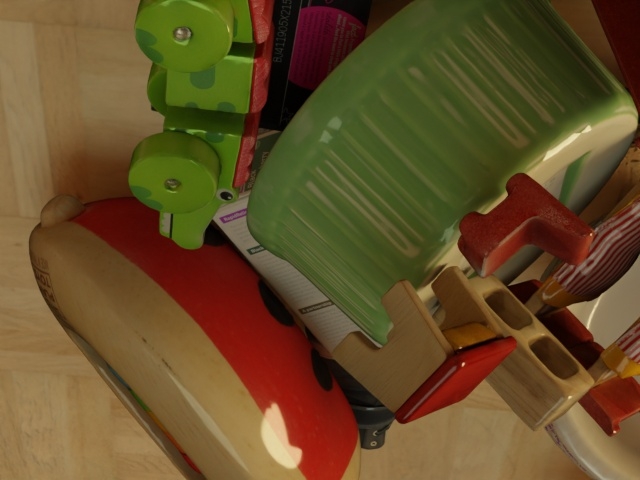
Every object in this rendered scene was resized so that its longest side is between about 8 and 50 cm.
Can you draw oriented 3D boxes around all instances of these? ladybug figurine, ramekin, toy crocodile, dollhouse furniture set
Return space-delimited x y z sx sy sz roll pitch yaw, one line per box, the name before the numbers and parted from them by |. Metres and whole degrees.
ladybug figurine | -0.104 0.121 1.475 0.162 0.305 0.449 -41 117 -13
ramekin | 0.104 -0.055 1.206 0.148 0.303 0.303 48 138 17
toy crocodile | -0.075 -0.122 1.094 0.105 0.115 0.340 8 137 -2
dollhouse furniture set | 0.202 0.044 1.141 0.152 0.374 0.201 48 115 17

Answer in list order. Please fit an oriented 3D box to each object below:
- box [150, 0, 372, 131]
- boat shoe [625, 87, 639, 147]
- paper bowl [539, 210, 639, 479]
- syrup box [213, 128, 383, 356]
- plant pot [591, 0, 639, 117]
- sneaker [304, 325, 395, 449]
box | -0.037 -0.220 1.174 0.163 0.142 0.247 9 136 -2
boat shoe | 0.273 -0.105 1.341 0.135 0.050 0.045 3 148 7
paper bowl | 0.327 0.100 1.419 0.284 0.284 0.148 7 -179 -1
syrup box | 0.000 0.000 1.443 0.096 0.093 0.237 -18 133 24
plant pot | 0.331 -0.230 1.056 0.236 0.267 0.267 -8 137 -3
sneaker | 0.101 0.142 1.588 0.226 0.086 0.163 4 133 8
